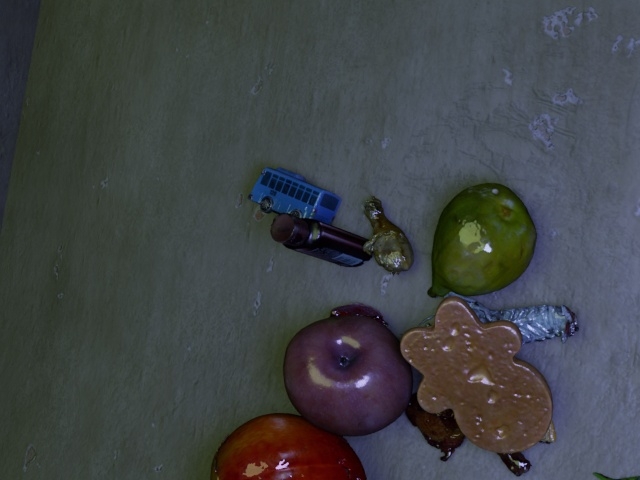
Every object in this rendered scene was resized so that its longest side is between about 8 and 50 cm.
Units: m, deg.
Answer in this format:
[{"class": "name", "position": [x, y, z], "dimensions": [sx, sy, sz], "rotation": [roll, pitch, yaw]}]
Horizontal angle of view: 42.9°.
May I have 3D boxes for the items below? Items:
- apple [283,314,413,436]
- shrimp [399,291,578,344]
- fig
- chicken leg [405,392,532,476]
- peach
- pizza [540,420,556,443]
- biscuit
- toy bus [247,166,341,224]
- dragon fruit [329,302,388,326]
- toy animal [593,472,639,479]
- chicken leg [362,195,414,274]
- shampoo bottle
[{"class": "apple", "position": [0.066, 0.305, 1.888], "dimensions": [0.306, 0.235, 0.305], "rotation": [-2, 57, 2]}, {"class": "shrimp", "position": [0.367, 0.211, 1.827], "dimensions": [0.411, 0.166, 0.221], "rotation": [-13, 94, 18]}, {"class": "fig", "position": [0.369, 0.030, 1.865], "dimensions": [0.233, 0.233, 0.314], "rotation": [37, 144, 35]}, {"class": "chicken leg", "position": [0.329, 0.423, 1.849], "dimensions": [0.323, 0.083, 0.177], "rotation": [1, 89, 37]}, {"class": "peach", "position": [-0.072, 0.574, 1.919], "dimensions": [0.370, 0.370, 0.370], "rotation": [-9, 74, 33]}, {"class": "pizza", "position": [0.447, 0.376, 1.772], "dimensions": [0.099, 0.036, 0.160], "rotation": [-23, 67, -13]}, {"class": "biscuit", "position": [0.338, 0.291, 1.733], "dimensions": [0.355, 0.052, 0.275], "rotation": [45, 108, 4]}, {"class": "toy bus", "position": [-0.072, -0.113, 2.227], "dimensions": [0.234, 0.116, 0.133], "rotation": [25, 93, 34]}, {"class": "dragon fruit", "position": [0.095, 0.212, 2.056], "dimensions": [0.147, 0.096, 0.102], "rotation": [16, 101, 6]}, {"class": "toy animal", "position": [0.653, 0.504, 1.621], "dimensions": [0.217, 0.041, 0.075], "rotation": [-10, 72, 37]}, {"class": "chicken leg", "position": [0.158, -0.008, 2.057], "dimensions": [0.103, 0.088, 0.227], "rotation": [-47, 60, 32]}, {"class": "shampoo bottle", "position": [0.000, 0.000, 2.018], "dimensions": [0.129, 0.323, 0.084], "rotation": [-7, 74, 35]}]
